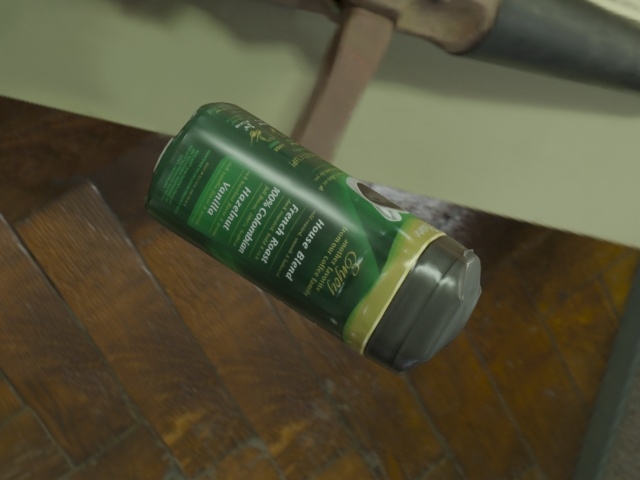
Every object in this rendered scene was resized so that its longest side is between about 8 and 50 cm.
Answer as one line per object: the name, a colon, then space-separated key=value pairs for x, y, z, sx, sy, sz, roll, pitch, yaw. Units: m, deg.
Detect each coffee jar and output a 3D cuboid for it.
coffee jar: x=0.000 y=0.000 z=0.755 sx=0.184 sy=0.096 sz=0.079 roll=32 pitch=100 yaw=11
